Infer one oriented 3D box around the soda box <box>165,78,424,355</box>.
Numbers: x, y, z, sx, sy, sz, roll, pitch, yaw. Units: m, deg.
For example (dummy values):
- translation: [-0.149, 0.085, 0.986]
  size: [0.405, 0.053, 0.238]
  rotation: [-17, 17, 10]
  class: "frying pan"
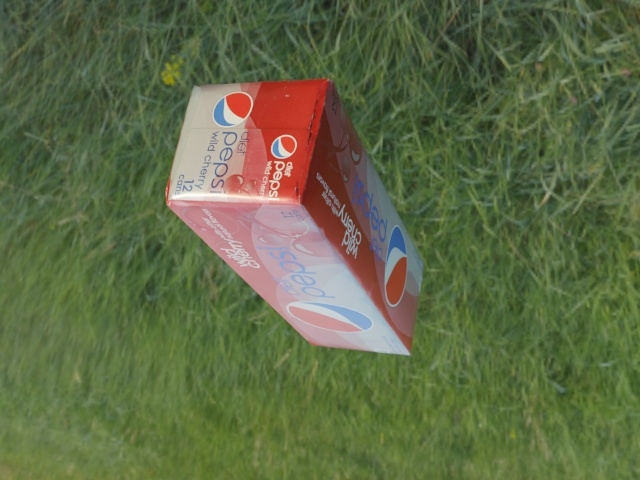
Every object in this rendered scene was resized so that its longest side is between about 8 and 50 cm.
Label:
- translation: [0.000, 0.000, 0.517]
  size: [0.092, 0.084, 0.263]
  rotation: [3, 156, 22]
  class: "soda box"
